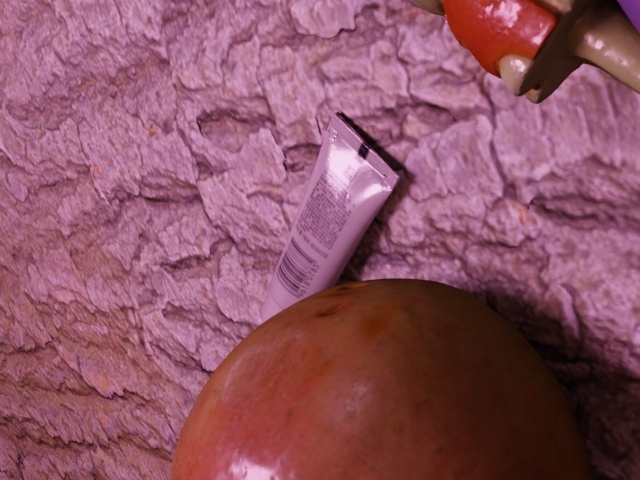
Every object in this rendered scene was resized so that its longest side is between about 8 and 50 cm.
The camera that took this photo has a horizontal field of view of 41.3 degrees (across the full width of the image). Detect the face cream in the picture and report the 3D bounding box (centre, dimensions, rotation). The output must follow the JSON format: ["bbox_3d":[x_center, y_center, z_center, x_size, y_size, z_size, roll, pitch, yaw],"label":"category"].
[{"bbox_3d":[0.000,0.000,0.817,0.092,0.058,0.243,48,134,25],"label":"face cream"}]

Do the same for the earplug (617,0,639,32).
[{"bbox_3d":[0.154,-0.256,0.377,0.456,0.215,0.215,57,142,-1],"label":"earplug"}]

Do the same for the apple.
[{"bbox_3d":[0.051,0.201,0.696,0.338,0.305,0.338,25,140,23],"label":"apple"}]

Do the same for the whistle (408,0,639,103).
[{"bbox_3d":[0.127,-0.155,0.523,0.288,0.131,0.106,45,110,19],"label":"whistle"}]
